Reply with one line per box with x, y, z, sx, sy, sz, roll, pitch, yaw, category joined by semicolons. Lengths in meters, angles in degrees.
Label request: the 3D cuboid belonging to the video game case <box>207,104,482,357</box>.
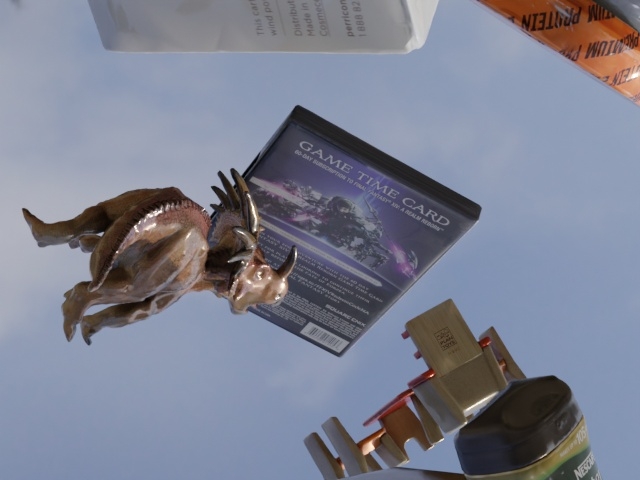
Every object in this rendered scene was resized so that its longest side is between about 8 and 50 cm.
0.000;0.000;1.578;0.196;0.274;0.026;28;-132;-12;video game case

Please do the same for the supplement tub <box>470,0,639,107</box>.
0.195;-0.239;0.869;0.194;0.316;0.193;33;-171;-6;supplement tub

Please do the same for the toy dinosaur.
-0.134;0.002;1.456;0.200;0.127;0.295;-18;170;3;toy dinosaur

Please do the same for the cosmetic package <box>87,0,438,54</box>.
-0.042;-0.422;1.594;0.327;0.329;0.393;2;-136;19;cosmetic package

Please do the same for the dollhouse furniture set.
0.123;0.179;2.027;0.262;0.259;0.135;-27;-100;-26;dollhouse furniture set

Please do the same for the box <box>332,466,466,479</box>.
0.043;0.231;1.487;0.164;0.021;0.201;-9;179;-24;box

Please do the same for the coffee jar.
0.163;0.192;1.175;0.079;0.184;0.096;-14;-166;40;coffee jar
